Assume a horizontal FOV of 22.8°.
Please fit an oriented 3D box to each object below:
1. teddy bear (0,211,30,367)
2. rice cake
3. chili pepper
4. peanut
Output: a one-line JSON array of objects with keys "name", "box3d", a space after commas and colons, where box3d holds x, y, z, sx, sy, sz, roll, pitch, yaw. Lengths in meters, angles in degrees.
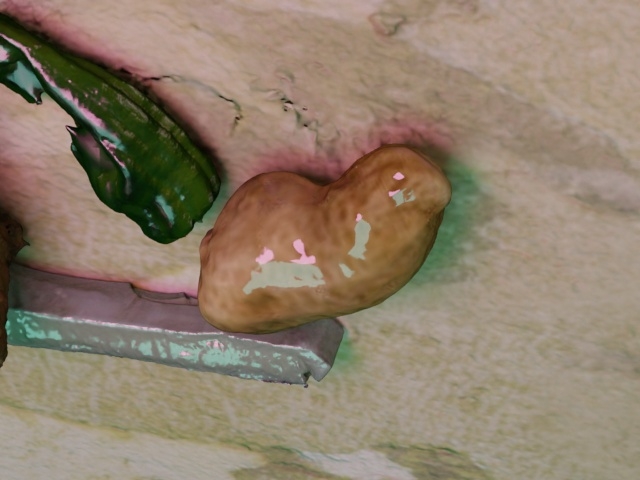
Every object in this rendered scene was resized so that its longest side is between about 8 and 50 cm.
[{"name": "teddy bear", "box3d": [-0.359, -0.031, 1.383, 0.267, 0.156, 0.256, 20, 143, 39]}, {"name": "rice cake", "box3d": [-0.147, 0.080, 1.471, 0.336, 0.066, 0.063, 8, 129, 7]}, {"name": "chili pepper", "box3d": [-0.189, -0.098, 1.332, 0.253, 0.083, 0.099, 41, 136, -14]}, {"name": "peanut", "box3d": [0.000, 0.000, 1.332, 0.253, 0.122, 0.137, -16, 114, 23]}]
